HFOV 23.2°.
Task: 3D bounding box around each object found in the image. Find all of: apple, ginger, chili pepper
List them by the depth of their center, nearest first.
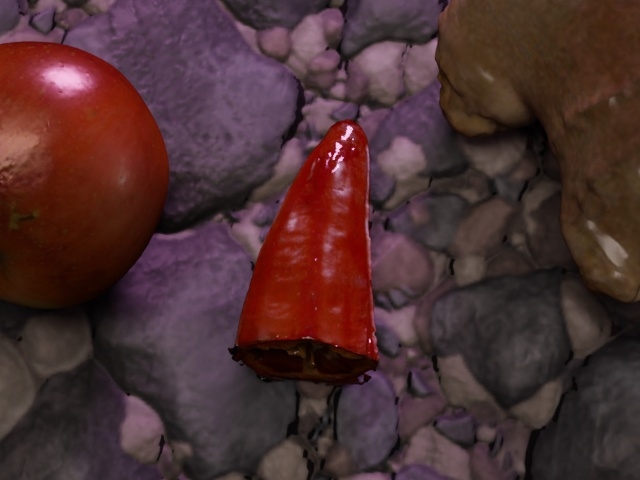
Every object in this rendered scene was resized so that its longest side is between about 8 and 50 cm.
[{"bbox_3d":[0.175,-0.090,0.927,0.221,0.130,0.276,-6,68,17],"label":"ginger"},{"bbox_3d":[-0.171,-0.041,0.934,0.163,0.163,0.139,23,62,16],"label":"apple"},{"bbox_3d":[0.004,-0.001,0.946,0.088,0.065,0.169,6,65,9],"label":"chili pepper"}]
